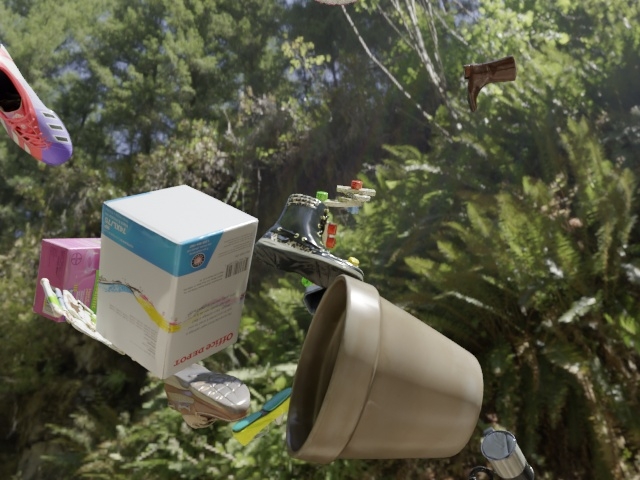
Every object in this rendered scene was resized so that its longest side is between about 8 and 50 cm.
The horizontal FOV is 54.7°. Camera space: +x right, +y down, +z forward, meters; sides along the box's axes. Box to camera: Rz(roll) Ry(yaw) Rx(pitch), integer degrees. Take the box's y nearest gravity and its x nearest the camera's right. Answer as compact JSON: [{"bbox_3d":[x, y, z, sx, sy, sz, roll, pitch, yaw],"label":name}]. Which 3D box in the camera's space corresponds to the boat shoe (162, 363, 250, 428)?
[{"bbox_3d":[-0.266,0.374,1.442,0.123,0.116,0.324,-2,4,-36],"label":"boat shoe"}]

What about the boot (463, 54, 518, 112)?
[{"bbox_3d":[0.368,-0.334,1.316,0.114,0.106,0.037,-8,7,5],"label":"boot"}]

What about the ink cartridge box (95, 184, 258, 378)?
[{"bbox_3d":[-0.268,0.068,1.137,0.198,0.197,0.270,-21,-50,-53],"label":"ink cartridge box"}]

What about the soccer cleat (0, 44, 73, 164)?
[{"bbox_3d":[-0.607,-0.255,1.253,0.109,0.116,0.318,-28,-40,-8],"label":"soccer cleat"}]

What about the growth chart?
[{"bbox_3d":[-0.455,0.157,1.221,0.021,0.172,0.237,-48,-46,-6],"label":"growth chart"}]

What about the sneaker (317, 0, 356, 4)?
[{"bbox_3d":[0.062,-0.385,0.851,0.178,0.072,0.077,-8,-23,10],"label":"sneaker"}]

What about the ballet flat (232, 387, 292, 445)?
[{"bbox_3d":[-0.164,0.543,1.891,0.231,0.077,0.077,-31,13,-25],"label":"ballet flat"}]

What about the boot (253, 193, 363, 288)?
[{"bbox_3d":[-0.001,-0.001,1.307,0.236,0.178,0.085,19,-39,10],"label":"boot"}]

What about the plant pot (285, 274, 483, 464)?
[{"bbox_3d":[0.118,0.253,1.100,0.280,0.323,0.323,17,-41,-10],"label":"plant pot"}]

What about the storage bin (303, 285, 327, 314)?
[{"bbox_3d":[0.019,0.149,1.818,0.135,0.091,0.098,-20,-59,6],"label":"storage bin"}]

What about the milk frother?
[{"bbox_3d":[0.413,0.539,1.481,0.143,0.129,0.134,-40,-62,-14],"label":"milk frother"}]

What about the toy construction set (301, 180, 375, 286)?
[{"bbox_3d":[0.032,-0.004,1.622,0.215,0.327,0.151,10,0,15],"label":"toy construction set"}]

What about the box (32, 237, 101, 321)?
[{"bbox_3d":[-0.689,0.109,1.813,0.117,0.213,0.243,15,8,28],"label":"box"}]
